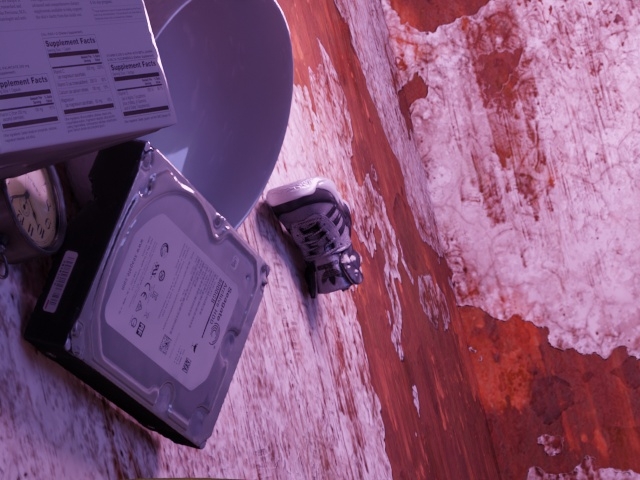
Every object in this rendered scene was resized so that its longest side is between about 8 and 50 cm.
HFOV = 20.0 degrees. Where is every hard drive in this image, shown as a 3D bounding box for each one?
[{"bbox_3d":[-0.174,0.065,1.951,0.339,0.064,0.237,51,56,-58],"label":"hard drive"}]

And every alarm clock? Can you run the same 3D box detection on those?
[{"bbox_3d":[-0.305,-0.030,1.765,0.192,0.064,0.129,-89,158,-52],"label":"alarm clock"}]

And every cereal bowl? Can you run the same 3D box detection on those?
[{"bbox_3d":[-0.178,-0.148,2.053,0.339,0.141,0.339,-35,135,-46],"label":"cereal bowl"}]

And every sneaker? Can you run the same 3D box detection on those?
[{"bbox_3d":[0.000,0.000,2.731,0.268,0.101,0.153,36,38,-70],"label":"sneaker"}]

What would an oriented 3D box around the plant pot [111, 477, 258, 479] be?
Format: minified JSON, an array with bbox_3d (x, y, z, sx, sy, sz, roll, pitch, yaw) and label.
[{"bbox_3d":[-0.098,0.333,1.699,0.275,0.293,0.275,-16,90,-74],"label":"plant pot"}]

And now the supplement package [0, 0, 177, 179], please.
[{"bbox_3d":[-0.290,-0.131,1.557,0.262,0.204,0.145,-16,91,-61],"label":"supplement package"}]
